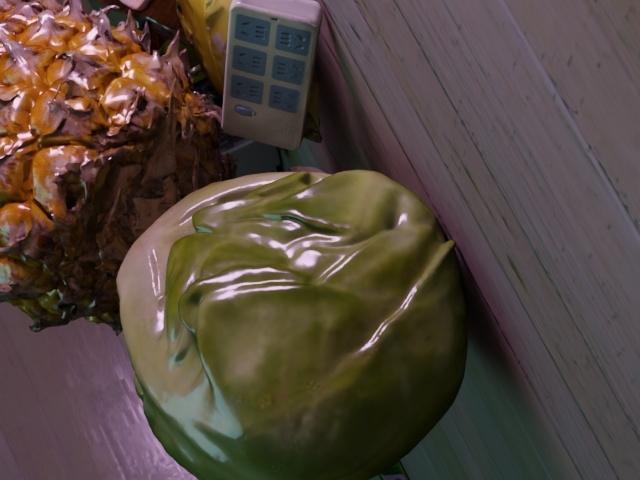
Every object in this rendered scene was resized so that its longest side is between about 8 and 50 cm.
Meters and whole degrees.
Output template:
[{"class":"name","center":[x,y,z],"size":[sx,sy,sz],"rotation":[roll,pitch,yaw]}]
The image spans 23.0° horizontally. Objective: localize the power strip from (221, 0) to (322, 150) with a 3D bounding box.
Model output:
[{"class":"power strip","center":[-0.047,-0.157,1.454],"size":[0.192,0.081,0.035],"rotation":[100,-176,-51]}]

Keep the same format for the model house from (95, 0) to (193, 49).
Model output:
[{"class":"model house","center":[-0.171,-0.301,1.728],"size":[0.183,0.166,0.172],"rotation":[38,-176,34]}]

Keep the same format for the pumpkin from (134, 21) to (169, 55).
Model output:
[{"class":"pumpkin","center":[-0.247,-0.270,2.546],"size":[0.169,0.148,0.312],"rotation":[27,-167,-16]}]

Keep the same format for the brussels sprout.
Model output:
[{"class":"brussels sprout","center":[-0.017,0.071,1.379],"size":[0.328,0.328,0.247],"rotation":[-125,21,-52]}]

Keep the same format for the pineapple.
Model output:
[{"class":"pineapple","center":[-0.250,-0.077,1.586],"size":[0.300,0.352,0.352],"rotation":[24,147,37]}]

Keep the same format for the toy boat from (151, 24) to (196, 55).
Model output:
[{"class":"toy boat","center":[-0.225,-0.369,2.077],"size":[0.141,0.099,0.318],"rotation":[-18,-101,-56]}]

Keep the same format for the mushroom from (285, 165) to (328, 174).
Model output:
[{"class":"mushroom","center":[-0.044,0.032,1.731],"size":[0.260,0.253,0.234],"rotation":[-147,69,-69]}]

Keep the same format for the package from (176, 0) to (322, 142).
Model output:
[{"class":"package","center":[-0.075,-0.201,1.537],"size":[0.168,0.090,0.226],"rotation":[35,153,39]}]

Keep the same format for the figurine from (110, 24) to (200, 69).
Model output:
[{"class":"figurine","center":[-0.257,-0.149,2.057],"size":[0.283,0.204,0.338],"rotation":[87,-174,-68]}]

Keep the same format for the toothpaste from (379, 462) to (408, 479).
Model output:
[{"class":"toothpaste","center":[0.095,0.327,2.361],"size":[0.178,0.037,0.043],"rotation":[63,169,11]}]

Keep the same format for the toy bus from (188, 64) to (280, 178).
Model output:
[{"class":"toy bus","center":[-0.114,-0.120,2.069],"size":[0.139,0.113,0.302],"rotation":[62,174,21]}]
